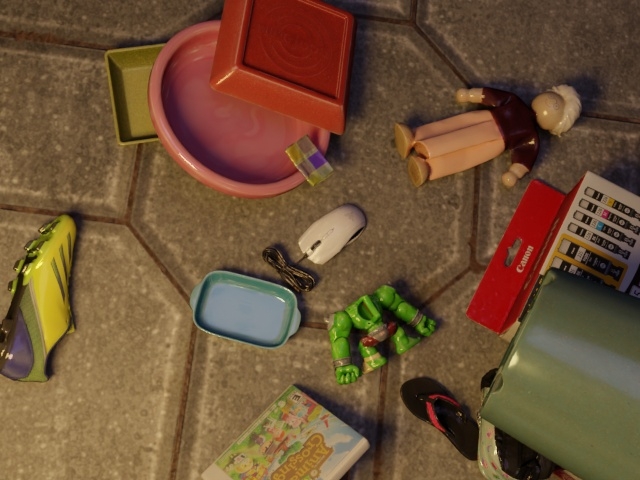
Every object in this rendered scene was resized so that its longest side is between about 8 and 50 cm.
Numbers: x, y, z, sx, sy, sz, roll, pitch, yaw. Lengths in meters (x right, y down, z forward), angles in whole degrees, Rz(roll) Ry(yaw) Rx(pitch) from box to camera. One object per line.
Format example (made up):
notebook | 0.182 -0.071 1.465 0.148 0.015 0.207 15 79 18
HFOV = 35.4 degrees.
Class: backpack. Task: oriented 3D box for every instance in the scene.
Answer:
backpack | 0.324 0.313 1.633 0.152 0.115 0.182 10 64 -5

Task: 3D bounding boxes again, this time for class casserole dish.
casserole dish | -0.127 0.120 1.694 0.188 0.037 0.114 15 71 0

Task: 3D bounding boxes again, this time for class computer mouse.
computer mouse | 0.000 0.000 1.743 0.193 0.042 0.106 -42 79 -16

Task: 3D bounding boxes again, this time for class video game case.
video game case | -0.058 0.346 1.575 0.212 0.023 0.193 -43 44 -18

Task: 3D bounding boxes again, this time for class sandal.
sandal | 0.211 0.292 1.670 0.179 0.040 0.067 42 73 8

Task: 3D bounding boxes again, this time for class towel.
towel | -0.019 -0.137 1.713 0.060 0.009 0.083 -35 88 -34

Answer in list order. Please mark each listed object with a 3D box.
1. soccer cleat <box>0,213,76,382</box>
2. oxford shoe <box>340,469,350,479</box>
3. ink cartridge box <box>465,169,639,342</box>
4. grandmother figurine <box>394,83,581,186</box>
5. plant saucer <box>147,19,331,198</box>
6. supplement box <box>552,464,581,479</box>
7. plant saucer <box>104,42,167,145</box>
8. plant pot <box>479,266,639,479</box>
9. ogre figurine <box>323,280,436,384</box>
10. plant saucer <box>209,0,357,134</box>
soccer cleat | -0.453 0.097 1.655 0.121 0.093 0.289 28 63 -29
oxford shoe | -0.014 0.416 1.575 0.097 0.098 0.271 22 71 1
ink cartridge box | 0.440 0.054 1.726 0.272 0.130 0.309 27 72 4
grandmother figurine | 0.318 -0.196 1.814 0.342 0.104 0.208 -21 84 -9
plant saucer | -0.145 -0.220 1.737 0.332 0.084 0.332 11 65 -24
supplement box | 0.420 0.368 1.645 0.043 0.083 0.055 34 71 5
plant saucer | -0.280 -0.260 1.798 0.188 0.045 0.188 -9 73 -9
plant pot | 0.435 0.219 1.470 0.334 0.341 0.341 26 71 11
ogre figurine | 0.091 0.147 1.678 0.197 0.097 0.118 -28 88 -3
plant saucer | -0.050 -0.342 1.760 0.258 0.048 0.259 17 63 -20
